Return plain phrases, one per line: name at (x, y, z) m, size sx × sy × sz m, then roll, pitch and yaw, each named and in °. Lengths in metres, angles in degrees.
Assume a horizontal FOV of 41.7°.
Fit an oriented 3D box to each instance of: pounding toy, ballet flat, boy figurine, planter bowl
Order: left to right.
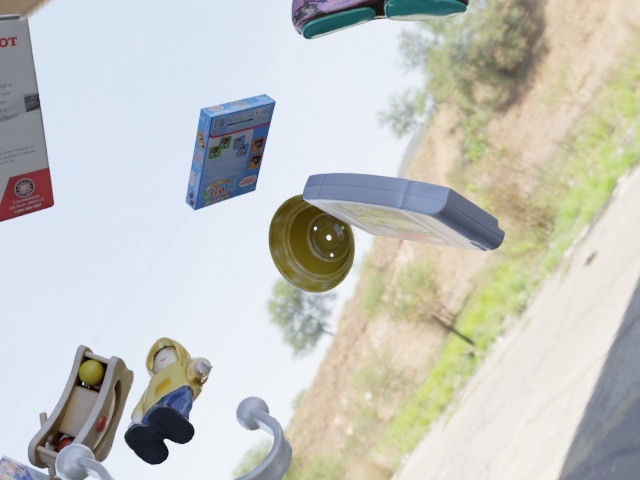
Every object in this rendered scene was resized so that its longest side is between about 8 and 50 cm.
pounding toy at (-0.438, 0.305, 1.415) m, size 0.154 × 0.155 × 0.269 m, roll 37°, pitch -111°, yaw -75°
boy figurine at (-0.251, 0.250, 1.416) m, size 0.177 × 0.092 × 0.285 m, roll -39°, pitch 20°, yaw 11°
planter bowl at (0.000, 0.000, 1.831) m, size 0.090 × 0.217 × 0.217 m, roll -17°, pitch -41°, yaw -58°
ballet flat at (0.071, -0.307, 1.042) m, size 0.077 × 0.222 × 0.079 m, roll 68°, pitch -167°, yaw -78°

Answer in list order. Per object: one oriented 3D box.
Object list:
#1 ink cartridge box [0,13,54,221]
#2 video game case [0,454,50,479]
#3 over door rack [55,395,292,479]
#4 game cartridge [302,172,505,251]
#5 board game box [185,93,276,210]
ink cartridge box at (-0.243, -0.079, 0.561) m, size 0.099 × 0.056 × 0.135 m, roll -24°, pitch -61°, yaw -48°
video game case at (-0.508, 0.422, 1.367) m, size 0.011 × 0.087 × 0.122 m, roll -52°, pitch 13°, yaw 50°
over door rack at (-0.123, 0.248, 0.487) m, size 0.324 × 0.239 × 0.108 m, roll -29°, pitch 28°, yaw -2°
game cartridge at (0.118, -0.049, 1.326) m, size 0.196 × 0.294 × 0.060 m, roll 31°, pitch -105°, yaw -42°
board game box at (-0.174, -0.169, 1.614) m, size 0.160 × 0.039 × 0.211 m, roll -22°, pitch -40°, yaw -41°
